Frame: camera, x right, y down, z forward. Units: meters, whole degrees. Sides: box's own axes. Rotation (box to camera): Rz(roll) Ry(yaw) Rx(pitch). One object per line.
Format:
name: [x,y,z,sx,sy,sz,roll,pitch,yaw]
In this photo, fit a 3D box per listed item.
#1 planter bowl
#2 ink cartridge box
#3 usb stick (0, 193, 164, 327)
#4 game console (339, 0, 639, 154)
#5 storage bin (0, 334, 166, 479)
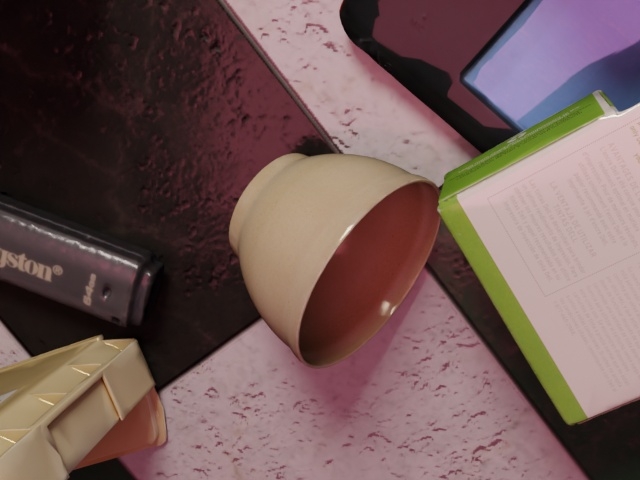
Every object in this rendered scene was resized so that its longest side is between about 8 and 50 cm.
planter bowl: [0.000,0.000,0.587,0.109,0.162,0.162,34,110,26]
ink cartridge box: [0.237,-0.017,0.524,0.255,0.097,0.189,-29,100,19]
usb stick: [-0.274,0.000,0.678,0.277,0.045,0.077,20,106,3]
game console: [0.256,-0.165,0.540,0.386,0.060,0.342,40,107,-2]
storage bin: [-0.287,0.199,0.623,0.260,0.262,0.123,-19,99,14]
